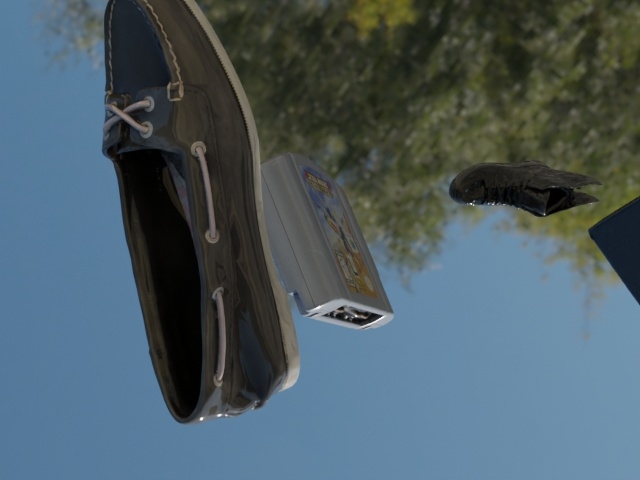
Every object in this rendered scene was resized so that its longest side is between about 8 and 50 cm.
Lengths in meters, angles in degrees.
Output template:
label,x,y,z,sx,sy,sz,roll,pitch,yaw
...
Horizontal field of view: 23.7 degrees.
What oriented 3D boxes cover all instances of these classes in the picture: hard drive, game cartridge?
label,x,y,z,sx,sy,sz,roll,pitch,yaw
hard drive,0.238,0.032,1.002,0.022,0.094,0.135,-34,-94,-21
game cartridge,0.000,0.000,1.758,0.297,0.062,0.198,21,-131,-73

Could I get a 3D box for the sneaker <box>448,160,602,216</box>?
label,x,y,z,sx,sy,sz,roll,pitch,yaw
sneaker,0.251,-0.061,1.868,0.170,0.051,0.089,-10,-149,-22

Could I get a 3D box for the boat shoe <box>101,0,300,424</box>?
label,x,y,z,sx,sy,sz,roll,pitch,yaw
boat shoe,-0.102,-0.026,1.096,0.095,0.112,0.335,-25,-75,-37
